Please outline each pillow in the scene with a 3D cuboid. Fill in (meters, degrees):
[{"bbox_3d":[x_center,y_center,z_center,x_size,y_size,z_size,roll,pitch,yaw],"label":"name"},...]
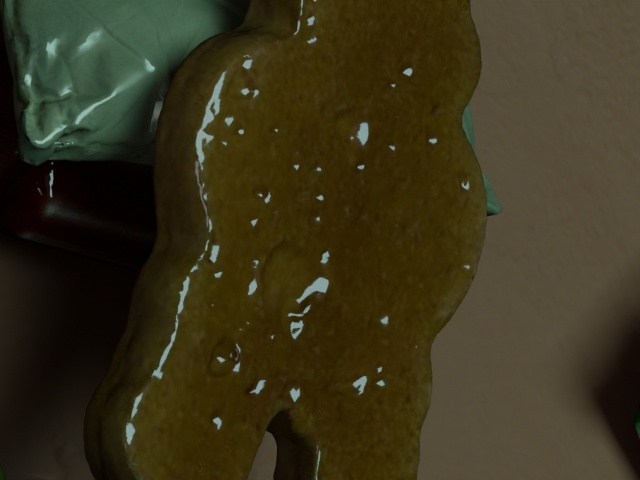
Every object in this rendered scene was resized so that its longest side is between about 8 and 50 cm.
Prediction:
[{"bbox_3d":[-0.046,-0.144,0.880,0.274,0.076,0.281,8,55,-43],"label":"pillow"}]

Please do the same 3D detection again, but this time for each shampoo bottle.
[{"bbox_3d":[-0.080,-0.033,0.870,0.260,0.064,0.102,16,61,-39],"label":"shampoo bottle"}]

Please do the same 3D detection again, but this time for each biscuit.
[{"bbox_3d":[-0.003,0.000,0.791,0.186,0.044,0.295,28,73,-44],"label":"biscuit"}]

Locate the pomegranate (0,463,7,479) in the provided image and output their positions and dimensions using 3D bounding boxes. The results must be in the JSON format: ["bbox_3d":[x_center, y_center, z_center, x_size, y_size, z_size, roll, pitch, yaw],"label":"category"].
[{"bbox_3d":[-0.225,0.168,0.592,0.285,0.285,0.341,-21,125,-43],"label":"pomegranate"}]

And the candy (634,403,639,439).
[{"bbox_3d":[0.246,0.116,1.131,0.141,0.078,0.203,-34,115,-31],"label":"candy"}]
